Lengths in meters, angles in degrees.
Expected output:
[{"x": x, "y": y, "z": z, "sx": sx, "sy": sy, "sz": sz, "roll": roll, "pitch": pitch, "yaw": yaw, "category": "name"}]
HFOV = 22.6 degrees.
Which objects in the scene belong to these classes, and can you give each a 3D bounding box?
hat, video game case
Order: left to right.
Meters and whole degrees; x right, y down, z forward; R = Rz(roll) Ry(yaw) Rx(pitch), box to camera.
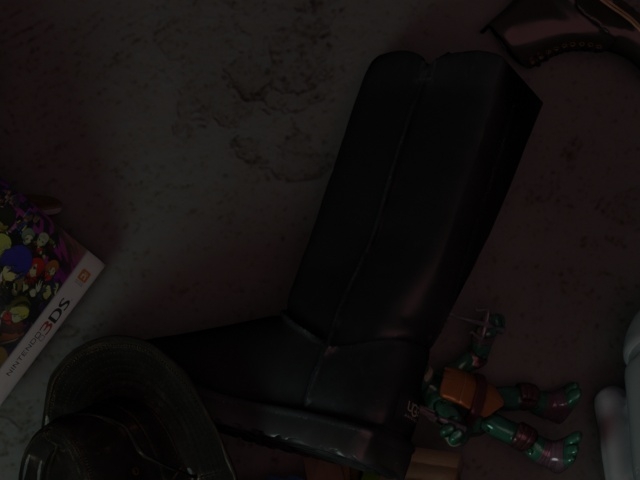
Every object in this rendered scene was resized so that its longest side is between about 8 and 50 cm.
[{"x": -0.365, "y": 0.043, "z": 1.670, "sx": 0.210, "sy": 0.042, "sz": 0.232, "roll": -54, "pitch": 131, "yaw": -11, "category": "video game case"}, {"x": -0.218, "y": 0.271, "z": 1.630, "sx": 0.134, "sy": 0.331, "sz": 0.331, "roll": -19, "pitch": 93, "yaw": -49, "category": "hat"}]

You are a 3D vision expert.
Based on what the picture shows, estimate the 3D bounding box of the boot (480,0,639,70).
[{"x": 0.291, "y": -0.217, "z": 1.799, "sx": 0.137, "sy": 0.077, "sz": 0.198, "roll": -44, "pitch": 81, "yaw": 1, "category": "boot"}]

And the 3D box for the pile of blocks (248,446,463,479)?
[{"x": -0.010, "y": 0.323, "z": 1.764, "sx": 0.362, "sy": 0.149, "sz": 0.112, "roll": -13, "pitch": 135, "yaw": 3, "category": "pile of blocks"}]

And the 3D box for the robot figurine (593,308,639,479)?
[{"x": 0.431, "y": 0.188, "z": 1.716, "sx": 0.300, "sy": 0.200, "sz": 0.353, "roll": -18, "pitch": 58, "yaw": 31, "category": "robot figurine"}]

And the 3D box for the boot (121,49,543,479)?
[{"x": 0.002, "y": 0.000, "z": 1.711, "sx": 0.367, "sy": 0.146, "sz": 0.445, "roll": 12, "pitch": 76, "yaw": 29, "category": "boot"}]

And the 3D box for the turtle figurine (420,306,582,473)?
[{"x": 0.172, "y": 0.166, "z": 1.757, "sx": 0.234, "sy": 0.118, "sz": 0.175, "roll": 23, "pitch": 60, "yaw": -14, "category": "turtle figurine"}]

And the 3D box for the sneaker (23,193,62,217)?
[{"x": -0.338, "y": -0.009, "z": 1.745, "sx": 0.118, "sy": 0.042, "sz": 0.067, "roll": -11, "pitch": 117, "yaw": -26, "category": "sneaker"}]
